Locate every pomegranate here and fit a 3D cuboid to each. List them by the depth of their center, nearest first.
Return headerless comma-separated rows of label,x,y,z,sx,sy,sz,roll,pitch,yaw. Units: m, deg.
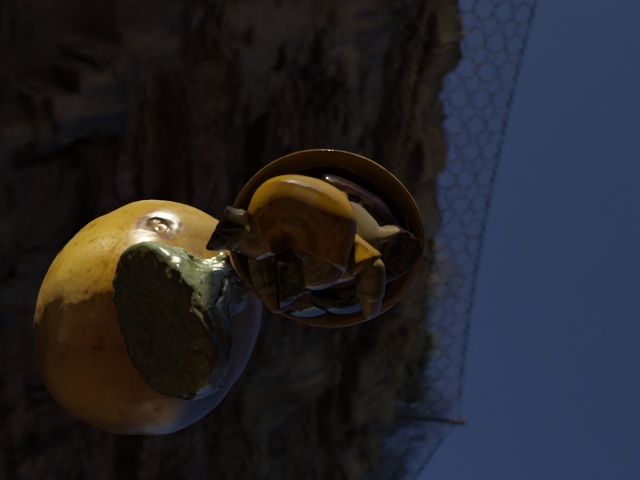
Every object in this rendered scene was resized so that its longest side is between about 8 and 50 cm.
pomegranate,-0.208,0.089,1.453,0.307,0.307,0.307,19,-64,44

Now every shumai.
shumai,-0.093,0.055,0.908,0.099,0.087,0.123,-28,-100,44

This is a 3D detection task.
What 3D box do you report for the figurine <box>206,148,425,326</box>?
figurine,0.002,-0.005,1.139,0.192,0.257,0.167,17,-94,6
